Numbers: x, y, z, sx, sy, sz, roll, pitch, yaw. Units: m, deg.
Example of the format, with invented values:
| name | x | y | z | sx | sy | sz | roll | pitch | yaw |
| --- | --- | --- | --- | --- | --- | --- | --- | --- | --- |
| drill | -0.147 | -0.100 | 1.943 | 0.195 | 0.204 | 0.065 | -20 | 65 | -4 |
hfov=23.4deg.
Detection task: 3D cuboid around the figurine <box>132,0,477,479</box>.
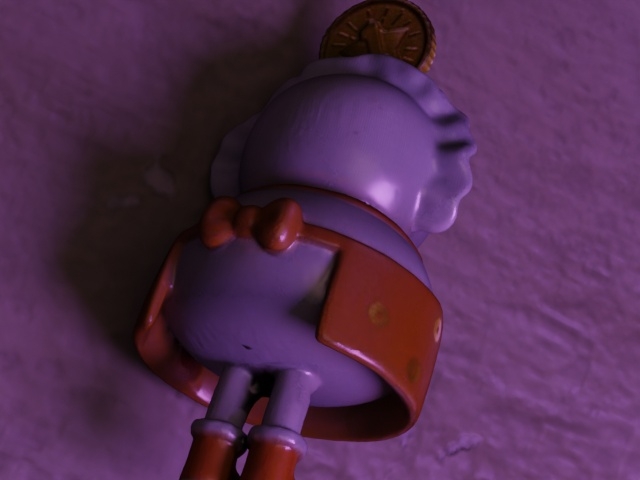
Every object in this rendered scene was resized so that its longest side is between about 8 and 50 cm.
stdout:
| name | x | y | z | sx | sy | sz | roll | pitch | yaw |
| --- | --- | --- | --- | --- | --- | --- | --- | --- | --- |
| figurine | -0.004 | -0.002 | 0.726 | 0.143 | 0.143 | 0.271 | 14 | 78 | -17 |
